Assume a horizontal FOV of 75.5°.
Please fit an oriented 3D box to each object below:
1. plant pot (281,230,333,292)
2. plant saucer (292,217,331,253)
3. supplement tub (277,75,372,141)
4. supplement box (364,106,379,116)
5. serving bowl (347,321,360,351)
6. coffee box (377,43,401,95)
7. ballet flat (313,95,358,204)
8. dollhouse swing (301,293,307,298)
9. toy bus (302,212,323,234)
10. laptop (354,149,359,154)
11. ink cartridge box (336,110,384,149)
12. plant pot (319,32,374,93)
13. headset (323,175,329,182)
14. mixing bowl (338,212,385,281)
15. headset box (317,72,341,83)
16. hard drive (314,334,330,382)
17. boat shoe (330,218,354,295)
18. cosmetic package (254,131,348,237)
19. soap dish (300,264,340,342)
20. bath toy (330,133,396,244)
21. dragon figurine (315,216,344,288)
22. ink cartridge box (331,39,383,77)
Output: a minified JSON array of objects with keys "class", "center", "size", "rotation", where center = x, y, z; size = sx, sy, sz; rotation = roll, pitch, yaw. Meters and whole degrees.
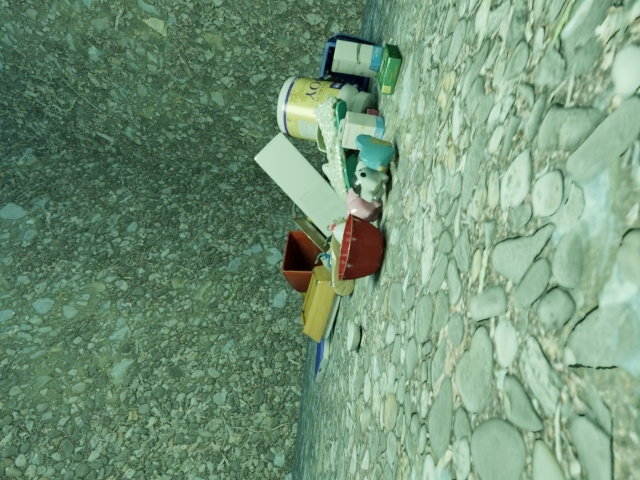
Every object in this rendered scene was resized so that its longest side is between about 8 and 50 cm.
[{"class":"plant pot","center":[-0.036,0.128,2.100],"size":[0.235,0.268,0.267],"rotation":[86,-173,-47]},{"class":"plant saucer","center":[0.000,0.000,1.854],"size":[0.050,0.310,0.310],"rotation":[-44,5,1]},{"class":"supplement tub","center":[0.019,-0.513,1.657],"size":[0.241,0.332,0.240],"rotation":[15,-90,-74]},{"class":"supplement box","center":[0.189,-0.465,1.543],"size":[0.083,0.043,0.054],"rotation":[-86,6,-67]},{"class":"serving bowl","center":[0.098,0.276,1.180],"size":[0.083,0.027,0.083],"rotation":[-172,90,-87]},{"class":"coffee box","center":[0.217,-0.544,1.311],"size":[0.184,0.041,0.113],"rotation":[-85,5,-54]},{"class":"ballet flat","center":[0.062,-0.321,1.536],"size":[0.147,0.147,0.408],"rotation":[-89,-11,-69]},{"class":"dollhouse swing","center":[0.014,0.204,2.564],"size":[0.315,0.305,0.346],"rotation":[55,161,15]},{"class":"toy bus","center":[0.029,-0.141,2.060],"size":[0.220,0.212,0.149],"rotation":[-98,-13,-54]},{"class":"laptop","center":[0.168,-0.432,2.080],"size":[0.264,0.137,0.234],"rotation":[-36,39,47]},{"class":"ink cartridge box","center":[0.131,-0.364,1.377],"size":[0.089,0.143,0.092],"rotation":[-84,5,-46]},{"class":"plant pot","center":[0.138,-0.875,2.033],"size":[0.235,0.236,0.212],"rotation":[103,-178,-46]},{"class":"headset","center":[0.025,-0.158,2.280],"size":[0.243,0.186,0.393],"rotation":[-94,3,-74]},{"class":"mixing bowl","center":[0.109,0.024,1.076],"size":[0.181,0.098,0.181],"rotation":[-172,90,-86]},{"class":"headset box","center":[0.079,-0.626,1.961],"size":[0.293,0.110,0.218],"rotation":[57,-176,-29]},{"class":"hard drive","center":[0.013,0.477,1.964],"size":[0.318,0.040,0.210],"rotation":[-85,5,-48]},{"class":"boat shoe","center":[0.079,0.064,1.487],"size":[0.092,0.103,0.284],"rotation":[122,151,-69]},{"class":"cosmetic package","center":[-0.066,-0.242,1.801],"size":[0.161,0.453,0.230],"rotation":[-43,9,6]},{"class":"soap dish","center":[0.000,0.265,1.813],"size":[0.229,0.118,0.290],"rotation":[-110,35,-73]},{"class":"bath toy","center":[0.113,-0.118,1.179],"size":[0.151,0.129,0.348],"rotation":[-34,-33,-44]},{"class":"dragon figurine","center":[0.074,0.057,1.659],"size":[0.289,0.144,0.085],"rotation":[-63,-2,-21]},{"class":"ink cartridge box","center":[0.150,-0.747,1.709],"size":[0.139,0.191,0.082],"rotation":[-169,88,-86]}]
